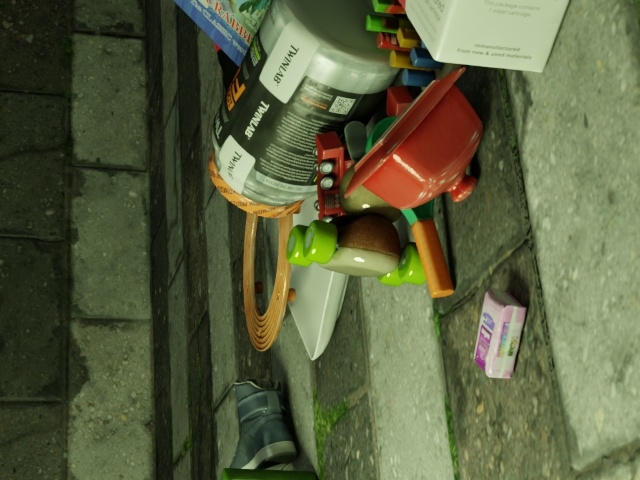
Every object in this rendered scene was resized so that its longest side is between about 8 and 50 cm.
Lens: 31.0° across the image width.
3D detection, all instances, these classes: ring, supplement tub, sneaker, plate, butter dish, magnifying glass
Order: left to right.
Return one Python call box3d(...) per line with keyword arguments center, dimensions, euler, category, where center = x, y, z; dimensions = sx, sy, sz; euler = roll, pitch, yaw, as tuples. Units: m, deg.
box3d(center=(-0.117, 0.331, 2.009), dimensions=(0.226, 0.086, 0.163), euler=(-47, 53, 50), category="sneaker")
box3d(center=(-0.082, 0.016, 1.925), dimensions=(0.336, 0.032, 0.336), euler=(-178, 90, -75), category="ring")
box3d(center=(-0.029, -0.189, 1.586), dimensions=(0.316, 0.193, 0.193), euler=(-58, 32, 39), category="supplement tub")
box3d(center=(0.000, 0.000, 1.784), dimensions=(0.278, 0.045, 0.277), euler=(-116, 34, -58), category="plate")
box3d(center=(0.115, -0.043, 1.378), dimensions=(0.026, 0.092, 0.231), euler=(129, 130, -58), category="magnifying glass")
box3d(center=(0.124, -0.092, 1.298), dimensions=(0.160, 0.118, 0.160), euler=(-50, 2, -22), category="butter dish")

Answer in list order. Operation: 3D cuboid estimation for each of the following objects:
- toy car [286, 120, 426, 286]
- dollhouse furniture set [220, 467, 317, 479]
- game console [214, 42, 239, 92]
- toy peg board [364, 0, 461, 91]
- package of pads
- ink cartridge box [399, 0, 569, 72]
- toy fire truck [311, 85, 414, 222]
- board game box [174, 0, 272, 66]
box3d(center=(0.060, -0.050, 1.444), dimensions=(0.149, 0.155, 0.188), euler=(169, 113, -72), category="toy car")
box3d(center=(-0.082, 0.530, 1.776), dimensions=(0.197, 0.151, 0.301), euler=(-120, 36, -60), category="dollhouse furniture set")
box3d(center=(-0.056, -0.379, 1.787), dimensions=(0.386, 0.060, 0.342), euler=(-22, 80, 53), category="game console")
box3d(center=(0.117, -0.268, 1.395), dimensions=(0.161, 0.079, 0.160), euler=(110, 156, -45), category="toy peg board")
box3d(center=(0.185, 0.096, 1.194), dimensions=(0.050, 0.032, 0.083), euler=(-124, 40, -67), category="package of pads")
box3d(center=(0.176, -0.353, 1.135), dimensions=(0.226, 0.131, 0.306), euler=(-109, 26, -50), category="ink cartridge box")
box3d(center=(0.060, -0.101, 1.510), dimensions=(0.047, 0.135, 0.192), euler=(-113, 16, -52), category="toy fire truck")
box3d(center=(-0.130, -0.430, 1.651), dimensions=(0.318, 0.066, 0.318), euler=(46, 145, 15), category="board game box")
